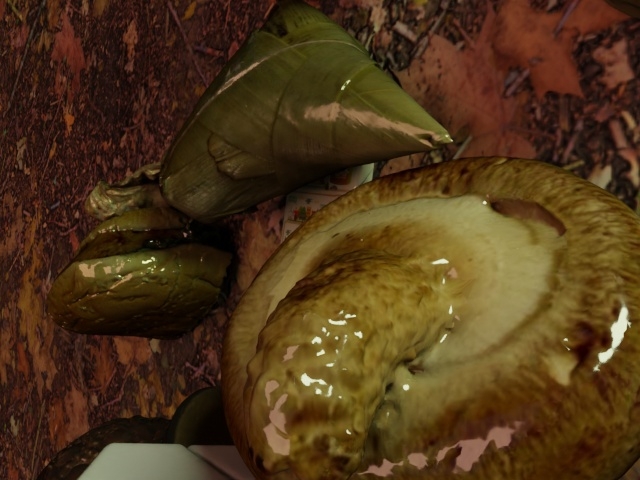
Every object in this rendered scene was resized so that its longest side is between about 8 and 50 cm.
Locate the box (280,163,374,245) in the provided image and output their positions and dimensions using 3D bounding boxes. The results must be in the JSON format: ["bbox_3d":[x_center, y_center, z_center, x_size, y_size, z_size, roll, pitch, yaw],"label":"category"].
[{"bbox_3d":[0.001,0.000,0.739,0.122,0.032,0.221,10,94,45],"label":"box"}]

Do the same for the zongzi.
[{"bbox_3d":[-0.037,-0.081,0.637,0.274,0.145,0.300,-47,42,15],"label":"zongzi"}]

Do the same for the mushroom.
[{"bbox_3d":[0.077,0.070,0.490,0.345,0.345,0.239,41,147,40],"label":"mushroom"}]

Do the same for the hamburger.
[{"bbox_3d":[-0.275,0.060,0.908,0.309,0.211,0.133,-35,58,42],"label":"hamburger"}]

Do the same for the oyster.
[{"bbox_3d":[-0.190,-0.092,0.862,0.294,0.166,0.094,-24,83,42],"label":"oyster"}]

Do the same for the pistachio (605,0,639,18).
[{"bbox_3d":[0.229,-0.246,0.446,0.152,0.126,0.223,92,155,-57],"label":"pistachio"}]

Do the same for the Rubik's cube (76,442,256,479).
[{"bbox_3d":[-0.064,0.367,0.471,0.318,0.322,0.316,0,97,3],"label":"Rubik's cube"}]

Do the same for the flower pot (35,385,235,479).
[{"bbox_3d":[-0.183,0.319,0.766,0.267,0.266,0.267,-38,60,28],"label":"flower pot"}]
